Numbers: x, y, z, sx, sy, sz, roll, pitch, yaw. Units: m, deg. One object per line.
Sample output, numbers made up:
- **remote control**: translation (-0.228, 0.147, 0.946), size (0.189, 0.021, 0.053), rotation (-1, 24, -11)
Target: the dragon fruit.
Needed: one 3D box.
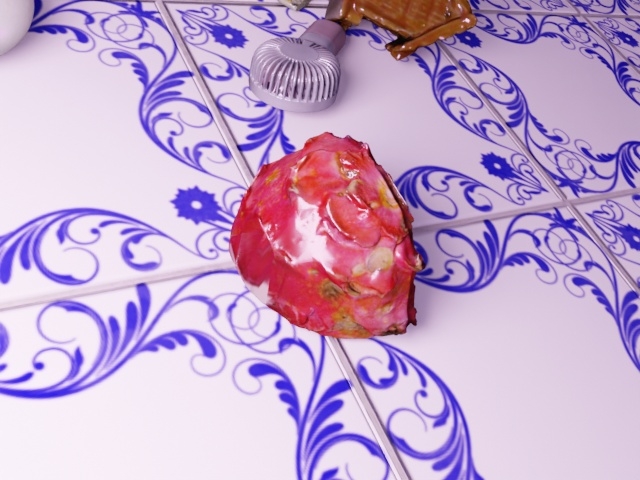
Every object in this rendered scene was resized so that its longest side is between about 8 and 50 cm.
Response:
- **dragon fruit**: translation (0.000, 0.000, 0.741), size (0.189, 0.163, 0.261), rotation (-35, 69, -12)

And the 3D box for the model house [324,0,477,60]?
- **model house**: translation (0.141, -0.410, 1.140), size (0.229, 0.219, 0.199), rotation (26, 4, -9)

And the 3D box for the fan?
- **fan**: translation (-0.018, -0.269, 1.007), size (0.130, 0.074, 0.244), rotation (20, 40, 8)

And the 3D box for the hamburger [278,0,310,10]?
- **hamburger**: translation (-0.049, -0.447, 1.159), size (0.084, 0.054, 0.121), rotation (29, 43, 8)

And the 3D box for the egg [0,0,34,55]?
- **egg**: translation (-0.439, -0.280, 0.765), size (0.209, 0.151, 0.151), rotation (-2, 52, -22)
